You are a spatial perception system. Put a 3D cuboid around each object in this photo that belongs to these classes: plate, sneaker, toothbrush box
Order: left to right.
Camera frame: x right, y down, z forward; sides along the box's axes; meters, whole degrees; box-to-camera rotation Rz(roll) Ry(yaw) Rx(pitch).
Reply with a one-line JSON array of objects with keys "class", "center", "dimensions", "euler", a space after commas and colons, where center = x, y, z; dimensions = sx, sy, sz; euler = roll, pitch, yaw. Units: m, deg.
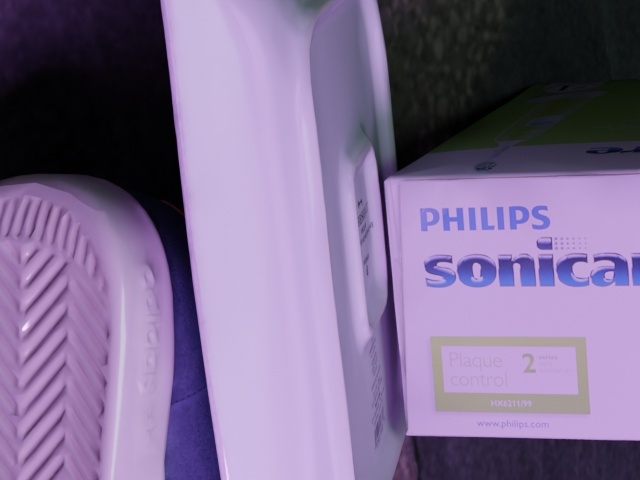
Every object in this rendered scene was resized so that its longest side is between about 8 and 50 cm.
[{"class": "sneaker", "center": [-0.086, 0.153, 0.700], "dimensions": [0.148, 0.131, 0.350], "euler": [7, 94, -63]}, {"class": "plate", "center": [0.000, 0.000, 0.745], "dimensions": [0.277, 0.045, 0.278], "euler": [-60, 145, -74]}, {"class": "toothbrush box", "center": [0.171, -0.003, 0.866], "dimensions": [0.283, 0.206, 0.122], "euler": [-31, 118, -68]}]
